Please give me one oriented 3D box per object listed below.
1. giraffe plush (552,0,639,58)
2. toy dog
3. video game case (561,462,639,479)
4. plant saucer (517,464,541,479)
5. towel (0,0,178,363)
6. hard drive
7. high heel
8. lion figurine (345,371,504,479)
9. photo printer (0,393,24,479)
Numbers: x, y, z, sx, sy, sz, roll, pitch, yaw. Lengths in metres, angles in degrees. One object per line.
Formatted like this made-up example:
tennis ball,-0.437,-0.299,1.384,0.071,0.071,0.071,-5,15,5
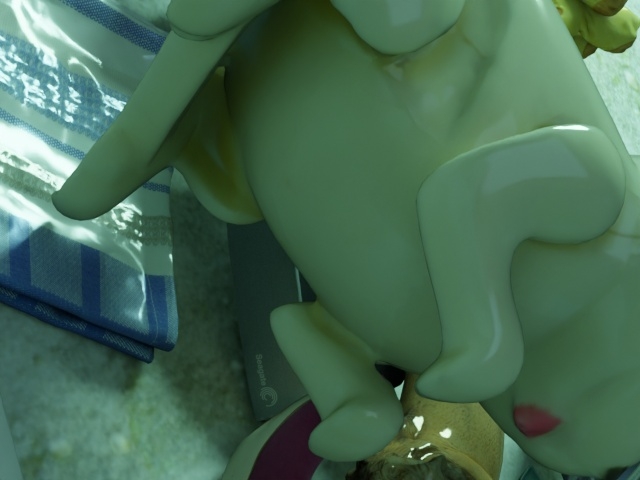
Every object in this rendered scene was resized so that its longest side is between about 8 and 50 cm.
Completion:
giraffe plush,0.253,-0.241,1.512,0.210,0.181,0.170,47,56,-39
toy dog,0.098,-0.022,0.843,0.408,0.284,0.395,43,41,-2
video game case,0.261,0.215,1.133,0.026,0.196,0.274,-8,60,-13
plant saucer,0.219,0.296,1.174,0.192,0.018,0.067,60,32,-4
towel,-0.177,-0.073,0.895,0.209,0.034,0.285,28,45,-39
hard drive,0.000,0.000,1.003,0.172,0.054,0.254,-3,86,-55
high heel,-0.017,0.176,0.851,0.244,0.082,0.117,-30,82,-46
lion figurine,0.105,0.141,0.994,0.240,0.142,0.392,54,27,-34
photo printer,-0.225,0.191,0.561,0.256,0.107,0.307,3,63,-53
